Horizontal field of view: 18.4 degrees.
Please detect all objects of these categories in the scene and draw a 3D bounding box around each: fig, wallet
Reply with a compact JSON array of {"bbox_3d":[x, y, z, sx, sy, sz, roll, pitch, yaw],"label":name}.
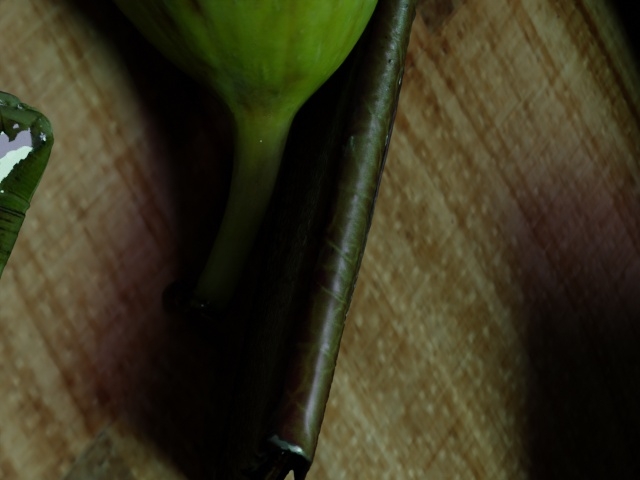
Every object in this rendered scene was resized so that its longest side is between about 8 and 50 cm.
[{"bbox_3d":[-0.038,-0.091,0.855,0.151,0.151,0.259,-2,92,-50],"label":"fig"},{"bbox_3d":[0.000,0.000,0.900,0.039,0.133,0.243,16,66,-9],"label":"wallet"}]

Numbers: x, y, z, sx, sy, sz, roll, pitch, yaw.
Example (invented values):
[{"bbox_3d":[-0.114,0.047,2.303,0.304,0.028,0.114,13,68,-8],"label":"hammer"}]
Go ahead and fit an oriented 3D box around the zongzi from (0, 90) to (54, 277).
[{"bbox_3d":[-0.184,0.000,0.751,0.130,0.062,0.154,23,81,-24],"label":"zongzi"}]
